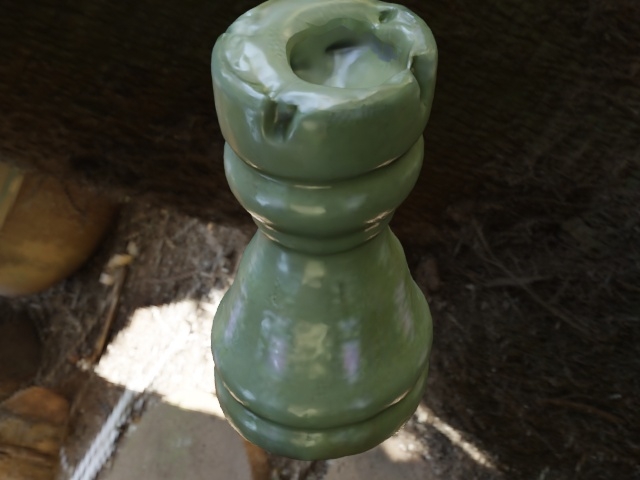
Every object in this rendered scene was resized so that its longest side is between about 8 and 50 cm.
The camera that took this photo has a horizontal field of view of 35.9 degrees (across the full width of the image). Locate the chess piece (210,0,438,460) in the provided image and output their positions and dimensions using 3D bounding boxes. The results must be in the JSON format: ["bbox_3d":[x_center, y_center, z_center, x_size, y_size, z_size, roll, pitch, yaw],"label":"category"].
[{"bbox_3d":[0.000,0.000,0.923,0.442,0.234,0.234,90,165,-46],"label":"chess piece"}]
